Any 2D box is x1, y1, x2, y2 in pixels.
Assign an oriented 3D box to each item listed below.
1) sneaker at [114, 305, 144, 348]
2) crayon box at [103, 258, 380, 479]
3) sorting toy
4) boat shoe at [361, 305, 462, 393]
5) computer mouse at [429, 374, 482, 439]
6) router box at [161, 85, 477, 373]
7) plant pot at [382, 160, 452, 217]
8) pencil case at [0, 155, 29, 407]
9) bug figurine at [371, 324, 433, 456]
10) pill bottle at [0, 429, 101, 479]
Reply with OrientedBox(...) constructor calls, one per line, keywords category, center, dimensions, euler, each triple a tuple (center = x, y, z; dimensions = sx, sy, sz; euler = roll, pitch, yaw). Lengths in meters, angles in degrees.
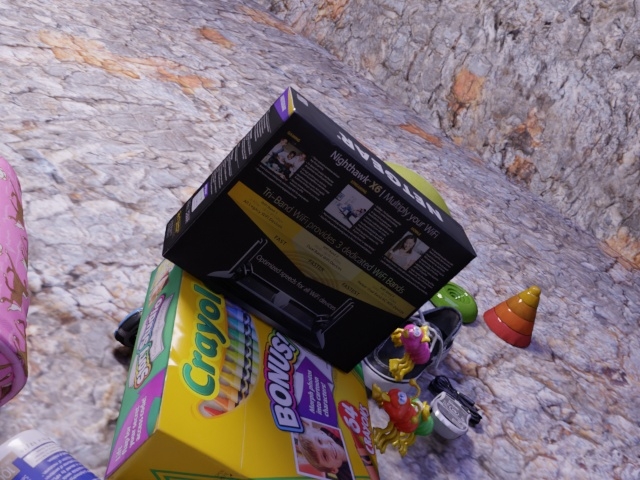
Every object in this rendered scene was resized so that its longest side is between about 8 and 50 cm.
OrientedBox(category="sneaker", center=(-0.189, 0.141, 1.045), dimensions=(0.188, 0.067, 0.078), euler=(20, 20, -27))
OrientedBox(category="crayon box", center=(-0.077, 0.192, 0.929), dimensions=(0.313, 0.106, 0.363), euler=(37, 23, -24))
OrientedBox(category="sorting toy", center=(0.332, 0.101, 1.633), dimensions=(0.365, 0.126, 0.127), euler=(25, 25, -14))
OrientedBox(category="boat shoe", center=(0.167, 0.179, 1.323), dimensions=(0.113, 0.105, 0.306), euler=(43, 27, 26))
OrientedBox(category="computer mouse", center=(0.207, 0.281, 1.237), dimensions=(0.106, 0.042, 0.193), euler=(42, 15, 13))
OrientedBox(category="router box", center=(0.000, 0.000, 0.944), dimensions=(0.308, 0.243, 0.081), euler=(36, 22, -25))
OrientedBox(category="plant pot", center=(0.057, 0.043, 1.323), dimensions=(0.274, 0.275, 0.293), euler=(35, 40, 9))
OrientedBox(category="pencil case", center=(-0.431, 0.033, 0.878), dimensions=(0.386, 0.167, 0.160), euler=(61, -5, 47))
OrientedBox(category="bug figurine", center=(0.123, 0.181, 1.111), dimensions=(0.216, 0.072, 0.279), euler=(60, 25, -51))
OrientedBox(category="pill bottle", center=(-0.231, 0.272, 0.695), dimensions=(0.186, 0.112, 0.112), euler=(34, 25, 10))
